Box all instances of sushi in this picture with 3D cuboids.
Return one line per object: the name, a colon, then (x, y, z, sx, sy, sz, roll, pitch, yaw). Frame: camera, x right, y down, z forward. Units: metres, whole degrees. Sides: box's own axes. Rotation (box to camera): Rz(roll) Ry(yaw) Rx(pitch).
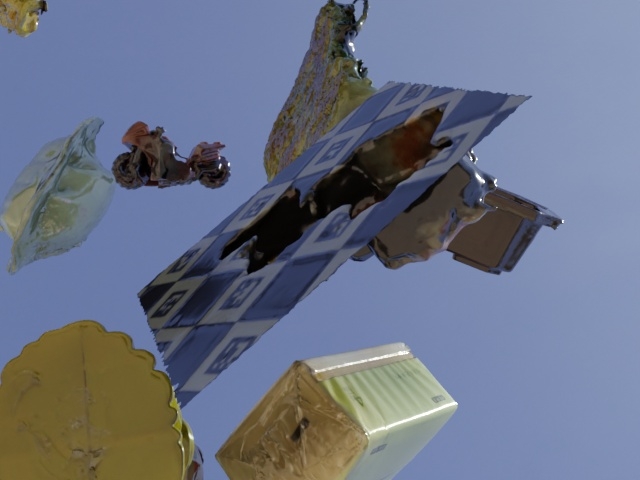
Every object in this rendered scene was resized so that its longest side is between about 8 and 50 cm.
sushi: (0.000, 0.000, 0.647, 0.292, 0.294, 0.059, -41, -71, -3)

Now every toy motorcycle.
toy motorcycle: (-0.257, -0.147, 1.520, 0.084, 0.212, 0.118, -21, -107, 61)

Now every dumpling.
dumpling: (-0.285, -0.050, 0.992, 0.152, 0.219, 0.108, -17, -45, 42)

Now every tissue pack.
tissue pack: (0.024, 0.207, 0.950, 0.125, 0.234, 0.159, 47, -69, 24)

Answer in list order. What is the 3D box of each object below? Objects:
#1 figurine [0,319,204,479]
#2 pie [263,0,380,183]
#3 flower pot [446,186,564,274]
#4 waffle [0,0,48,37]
figurine: (-0.168, 0.205, 0.806, 0.168, 0.315, 0.187, -35, -109, -7)
pie: (0.000, -0.186, 1.273, 0.078, 0.371, 0.296, 20, -53, -20)
flower pot: (0.122, -0.037, 0.944, 0.251, 0.179, 0.084, 22, -80, 4)
waffle: (-0.386, -0.387, 1.056, 0.280, 0.060, 0.262, 59, -40, 26)
